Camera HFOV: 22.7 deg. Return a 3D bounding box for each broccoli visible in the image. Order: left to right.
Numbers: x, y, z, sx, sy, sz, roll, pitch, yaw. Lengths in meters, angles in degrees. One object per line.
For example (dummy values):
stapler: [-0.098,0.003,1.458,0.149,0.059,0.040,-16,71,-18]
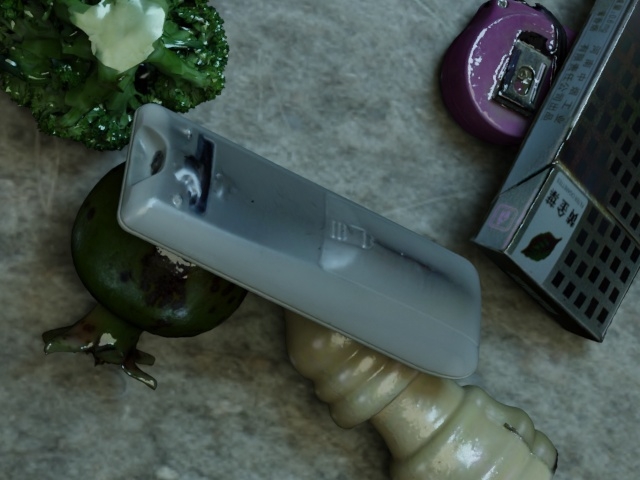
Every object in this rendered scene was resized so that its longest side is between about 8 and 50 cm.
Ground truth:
broccoli: [-0.157,-0.159,1.175,0.195,0.156,0.195,0,89,-10]

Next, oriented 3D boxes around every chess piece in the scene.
chess piece: [0.046,0.101,1.261,0.139,0.124,0.307,-40,98,-2]

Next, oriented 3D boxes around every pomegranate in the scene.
pomegranate: [-0.125,0.023,1.193,0.148,0.148,0.169,20,89,-17]

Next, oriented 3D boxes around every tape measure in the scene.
tape measure: [0.163,-0.140,1.321,0.118,0.074,0.125,23,80,-16]

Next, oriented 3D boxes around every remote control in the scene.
remote control: [0.000,0.000,1.167,0.313,0.055,0.109,26,50,-28]

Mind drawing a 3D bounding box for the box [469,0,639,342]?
box: [0.251,-0.095,1.322,0.180,0.047,0.325,39,74,-46]
